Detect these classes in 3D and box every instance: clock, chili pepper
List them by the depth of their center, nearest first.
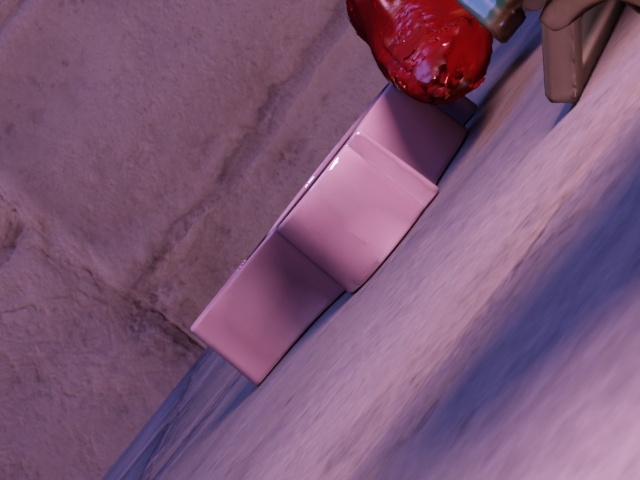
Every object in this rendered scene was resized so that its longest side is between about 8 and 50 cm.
[{"bbox_3d":[0.080,-0.180,1.209,0.110,0.110,0.387,-51,18,15],"label":"chili pepper"},{"bbox_3d":[0.000,0.000,1.231,0.290,0.080,0.275,-51,2,19],"label":"clock"}]

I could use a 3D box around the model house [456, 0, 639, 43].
[{"bbox_3d":[0.084,-0.145,0.408,0.178,0.206,0.271,-50,4,20],"label":"model house"}]

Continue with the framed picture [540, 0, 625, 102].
[{"bbox_3d":[0.168,-0.249,0.850,0.315,0.024,0.232,-54,-37,-51],"label":"framed picture"}]
